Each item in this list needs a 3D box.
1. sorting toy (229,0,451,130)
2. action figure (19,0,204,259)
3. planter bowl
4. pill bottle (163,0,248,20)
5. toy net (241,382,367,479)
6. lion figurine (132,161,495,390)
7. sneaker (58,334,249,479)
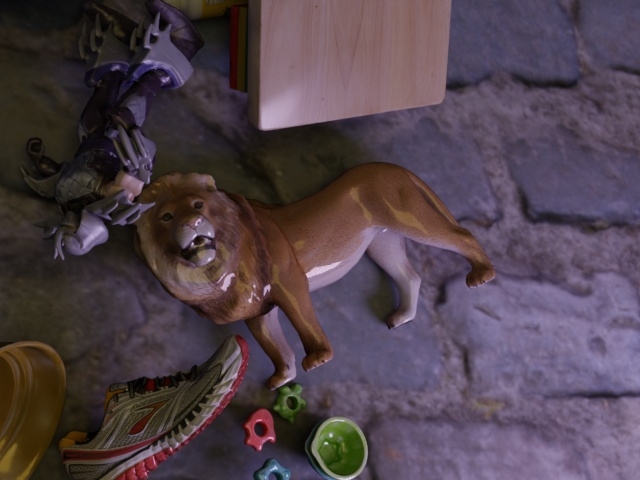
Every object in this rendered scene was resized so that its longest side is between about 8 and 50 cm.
[{"bbox_3d":[0.018,-0.266,1.257,0.255,0.089,0.257,-13,114,-35],"label":"sorting toy"},{"bbox_3d":[-0.215,-0.105,1.169,0.099,0.185,0.285,41,52,-44],"label":"action figure"},{"bbox_3d":[-0.343,0.170,1.094,0.090,0.217,0.217,27,72,21],"label":"planter bowl"},{"bbox_3d":[-0.120,-0.272,1.268,0.116,0.065,0.065,-13,87,-20],"label":"pill bottle"},{"bbox_3d":[-0.051,0.251,1.202,0.122,0.045,0.232,51,52,-10],"label":"toy net"},{"bbox_3d":[0.000,0.000,1.254,0.392,0.142,0.240,-22,83,-34],"label":"lion figurine"},{"bbox_3d":[-0.163,0.166,1.157,0.225,0.088,0.092,-39,91,3],"label":"sneaker"}]
